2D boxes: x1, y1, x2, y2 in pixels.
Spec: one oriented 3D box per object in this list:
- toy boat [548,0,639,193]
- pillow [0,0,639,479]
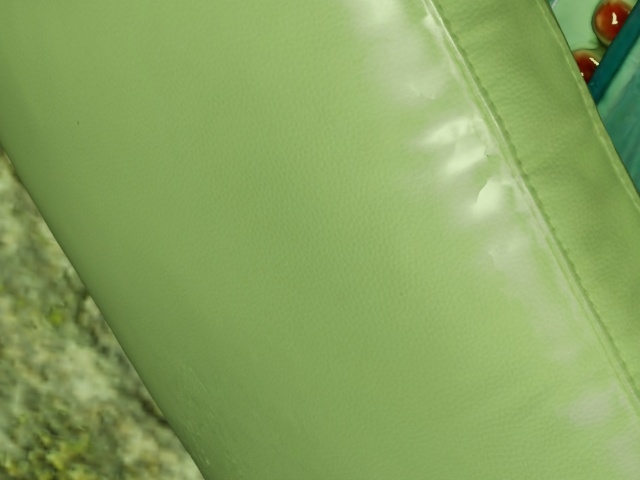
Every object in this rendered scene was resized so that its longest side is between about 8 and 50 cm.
[{"bbox_3d":[0.129,-0.109,0.465,0.098,0.109,0.238,37,110,18],"label":"toy boat"},{"bbox_3d":[0.000,0.000,0.441,0.120,0.255,0.322,-37,105,-35],"label":"pillow"}]
